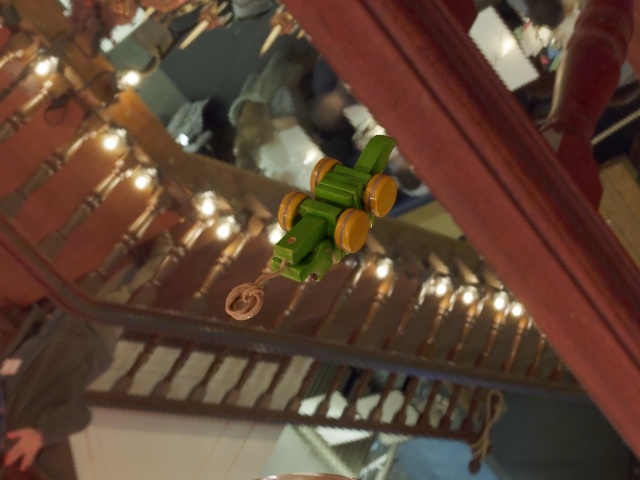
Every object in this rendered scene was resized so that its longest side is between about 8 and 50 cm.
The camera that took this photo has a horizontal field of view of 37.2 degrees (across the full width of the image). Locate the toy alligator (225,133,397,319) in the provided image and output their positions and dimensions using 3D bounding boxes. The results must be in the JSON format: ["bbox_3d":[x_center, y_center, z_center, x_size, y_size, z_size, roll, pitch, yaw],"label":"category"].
[{"bbox_3d":[0.000,0.000,0.634,0.056,0.190,0.051,18,141,29],"label":"toy alligator"}]

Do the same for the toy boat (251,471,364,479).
[{"bbox_3d":[-0.035,0.256,0.406,0.318,0.267,0.148,-46,122,6],"label":"toy boat"}]
